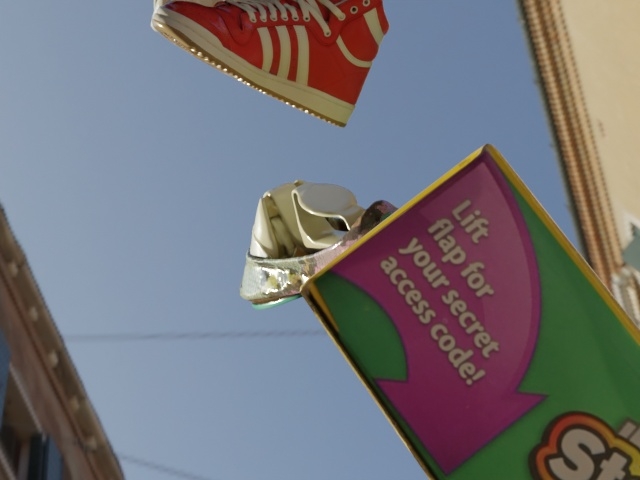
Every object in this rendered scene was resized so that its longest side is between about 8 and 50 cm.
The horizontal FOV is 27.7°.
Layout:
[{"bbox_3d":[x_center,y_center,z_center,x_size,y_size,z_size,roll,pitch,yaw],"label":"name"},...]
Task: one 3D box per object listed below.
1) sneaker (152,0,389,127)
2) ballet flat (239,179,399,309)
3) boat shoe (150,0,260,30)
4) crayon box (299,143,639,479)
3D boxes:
[{"bbox_3d":[-0.017,-0.099,0.577,0.118,0.042,0.067,20,-77,-46],"label":"sneaker"},{"bbox_3d":[0.000,0.000,0.811,0.077,0.221,0.079,-33,-77,-23],"label":"ballet flat"},{"bbox_3d":[-0.083,-0.286,0.717,0.157,0.136,0.367,-5,-92,-11],"label":"boat shoe"},{"bbox_3d":[0.162,0.154,0.593,0.106,0.313,0.363,-38,-105,6],"label":"crayon box"}]
